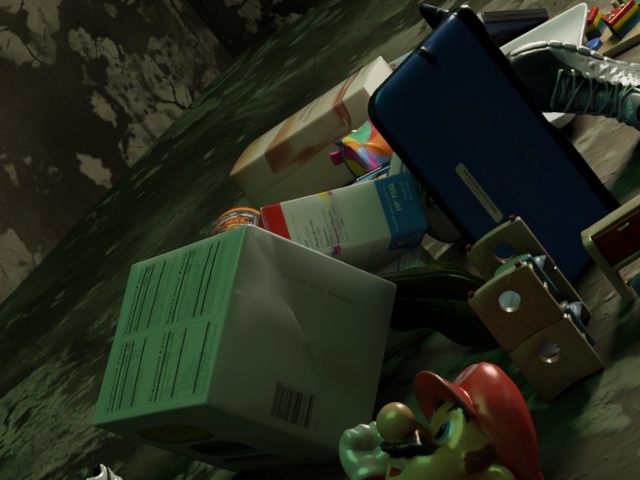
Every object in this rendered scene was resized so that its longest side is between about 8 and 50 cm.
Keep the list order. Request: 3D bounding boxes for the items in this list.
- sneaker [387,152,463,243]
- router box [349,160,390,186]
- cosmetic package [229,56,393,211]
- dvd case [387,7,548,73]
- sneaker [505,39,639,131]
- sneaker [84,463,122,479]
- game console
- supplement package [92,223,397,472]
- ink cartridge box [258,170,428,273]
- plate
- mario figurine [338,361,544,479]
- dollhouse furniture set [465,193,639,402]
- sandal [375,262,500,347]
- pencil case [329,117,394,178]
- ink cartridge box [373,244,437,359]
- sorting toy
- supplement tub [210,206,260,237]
[{"bbox_3d":[0.142,-0.082,1.827,0.110,0.283,0.122,-19,46,-4],"label":"sneaker"},{"bbox_3d":[0.100,-0.073,2.246,0.179,0.046,0.133,-26,19,40],"label":"router box"},{"bbox_3d":[0.010,-0.161,2.571,0.296,0.129,0.153,-32,14,25],"label":"cosmetic package"},{"bbox_3d":[0.235,-0.328,2.574,0.180,0.022,0.253,-13,-9,-46],"label":"dvd case"},{"bbox_3d":[0.319,-0.167,1.734,0.132,0.228,0.086,-122,39,-66],"label":"sneaker"},{"bbox_3d":[-0.304,0.337,2.004,0.040,0.044,0.109,-23,23,41],"label":"sneaker"},{"bbox_3d":[0.169,-0.093,1.648,0.250,0.293,0.173,-47,15,-28],"label":"game console"},{"bbox_3d":[-0.086,0.126,1.671,0.262,0.199,0.198,-18,55,55],"label":"supplement package"},{"bbox_3d":[0.000,0.000,1.822,0.231,0.078,0.134,-14,-17,-10],"label":"ink cartridge box"},{"bbox_3d":[0.257,-0.186,2.138,0.278,0.045,0.277,-28,27,32],"label":"plate"},{"bbox_3d":[0.044,0.221,1.234,0.198,0.170,0.320,25,68,36],"label":"mario figurine"},{"bbox_3d":[0.244,0.028,1.424,0.183,0.129,0.129,-35,15,16],"label":"dollhouse furniture set"},{"bbox_3d":[0.133,0.062,1.647,0.060,0.090,0.219,-34,17,-30],"label":"sandal"},{"bbox_3d":[0.129,-0.184,2.401,0.236,0.104,0.104,-39,14,-13],"label":"pencil case"},{"bbox_3d":[0.050,0.102,1.809,0.209,0.062,0.109,-34,16,19],"label":"ink cartridge box"},{"bbox_3d":[0.417,-0.308,2.184,0.274,0.046,0.132,-27,19,37],"label":"sorting toy"},{"bbox_3d":[-0.124,0.010,2.429,0.106,0.106,0.198,-36,15,10],"label":"supplement tub"}]
